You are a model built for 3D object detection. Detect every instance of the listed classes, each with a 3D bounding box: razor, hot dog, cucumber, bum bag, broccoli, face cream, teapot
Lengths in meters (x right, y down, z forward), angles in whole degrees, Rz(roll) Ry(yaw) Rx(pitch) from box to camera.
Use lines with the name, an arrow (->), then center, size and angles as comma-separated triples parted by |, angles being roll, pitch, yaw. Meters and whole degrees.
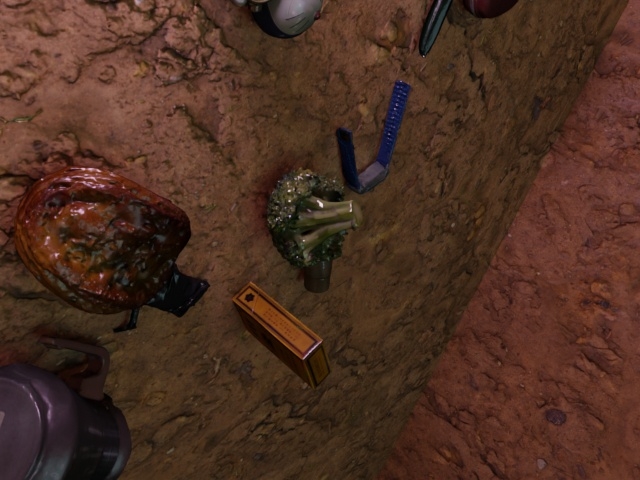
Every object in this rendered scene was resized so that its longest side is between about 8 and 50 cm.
razor -> -0.434, 0.142, 1.514 | 0.066, 0.033, 0.190 | -6, 124, -53
hot dog -> -0.410, 0.008, 1.277 | 0.267, 0.174, 0.387 | -56, 149, -2
cucumber -> 0.338, -0.655, 1.801 | 0.056, 0.056, 0.285 | 3, 114, -55
bum bag -> -0.358, 0.126, 1.576 | 0.123, 0.060, 0.248 | -59, 152, -5
broccoli -> -0.024, -0.067, 1.712 | 0.259, 0.235, 0.288 | -38, 159, 21
face cream -> 0.000, 0.000, 1.950 | 0.137, 0.084, 0.342 | -17, 126, -34
teapot -> -0.578, 0.396, 1.361 | 0.362, 0.305, 0.376 | 56, 43, -67

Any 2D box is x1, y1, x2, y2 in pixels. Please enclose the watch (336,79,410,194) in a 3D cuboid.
watch -> 0.166, -0.297, 1.908 | 0.276, 0.068, 0.275 | -40, 142, -23

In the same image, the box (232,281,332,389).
box -> -0.109, 0.271, 1.828 | 0.084, 0.301, 0.193 | -42, 147, -21

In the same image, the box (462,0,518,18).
box -> 0.519, -0.838, 1.816 | 0.263, 0.108, 0.404 | -35, 144, -31

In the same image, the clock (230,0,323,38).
clock -> -0.088, -0.510, 1.255 | 0.200, 0.146, 0.243 | -49, 145, 0
